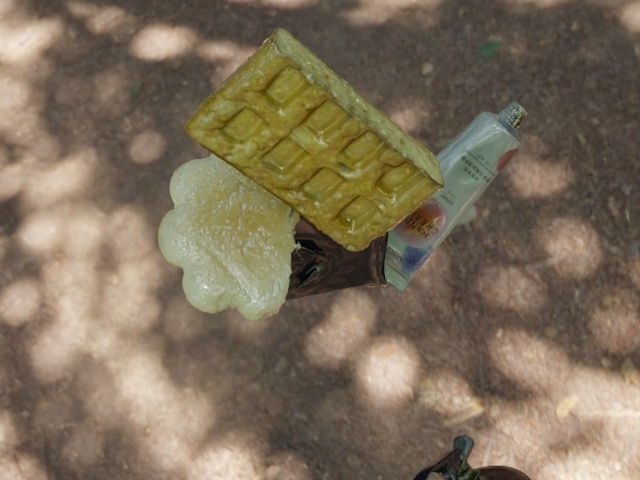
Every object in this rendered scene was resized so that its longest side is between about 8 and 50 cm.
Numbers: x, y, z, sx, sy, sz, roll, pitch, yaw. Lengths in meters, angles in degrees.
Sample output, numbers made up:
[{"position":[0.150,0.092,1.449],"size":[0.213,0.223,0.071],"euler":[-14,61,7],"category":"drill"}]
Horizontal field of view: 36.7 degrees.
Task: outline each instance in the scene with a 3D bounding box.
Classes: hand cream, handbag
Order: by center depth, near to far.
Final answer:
[{"position":[0.000,0.000,1.393],"size":[0.211,0.254,0.089],"euler":[-6,50,-7],"category":"handbag"},{"position":[0.196,-0.078,1.493],"size":[0.341,0.124,0.078],"euler":[-49,25,6],"category":"hand cream"}]

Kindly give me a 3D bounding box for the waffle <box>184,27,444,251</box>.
[{"position":[-0.005,-0.109,1.124],"size":[0.168,0.274,0.057],"euler":[-39,26,35],"category":"waffle"}]

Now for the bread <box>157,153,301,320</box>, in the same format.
[{"position":[-0.111,-0.025,1.239],"size":[0.182,0.039,0.251],"euler":[16,67,-9],"category":"bread"}]

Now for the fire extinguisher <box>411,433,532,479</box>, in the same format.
[{"position":[0.175,0.313,0.857],"size":[0.114,0.337,0.135],"euler":[-22,15,26],"category":"fire extinguisher"}]
